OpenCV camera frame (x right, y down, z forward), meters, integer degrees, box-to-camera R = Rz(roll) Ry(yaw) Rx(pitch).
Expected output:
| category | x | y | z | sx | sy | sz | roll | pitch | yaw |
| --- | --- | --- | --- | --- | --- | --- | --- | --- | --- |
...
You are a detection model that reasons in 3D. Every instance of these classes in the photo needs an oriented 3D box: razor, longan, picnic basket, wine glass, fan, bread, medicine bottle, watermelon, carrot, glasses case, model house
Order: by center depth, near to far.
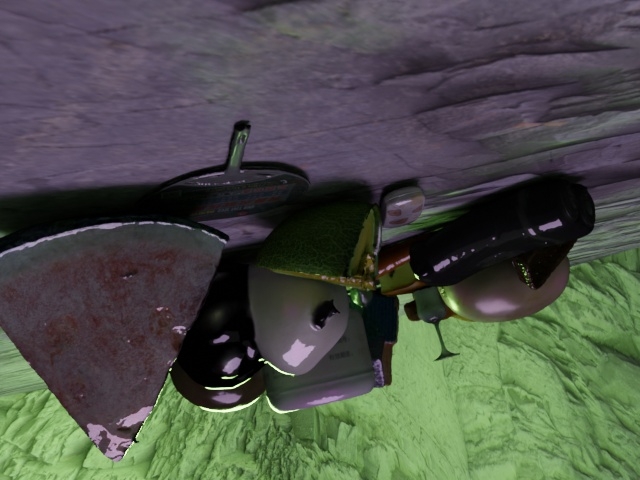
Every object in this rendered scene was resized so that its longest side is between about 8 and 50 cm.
| category | x | y | z | sx | sy | sz | roll | pitch | yaw |
| --- | --- | --- | --- | --- | --- | --- | --- | --- | --- |
| fan | -0.137 | -0.061 | 0.780 | 0.223 | 0.012 | 0.294 | -14 | 168 | 13 |
| watermelon | -0.295 | 0.090 | 0.787 | 0.250 | 0.293 | 0.283 | 25 | 156 | -17 |
| glasses case | 0.129 | -0.051 | 1.028 | 0.063 | 0.041 | 0.164 | -13 | 168 | -1 |
| razor | 0.347 | -0.013 | 1.258 | 0.349 | 0.113 | 0.204 | -26 | 160 | 34 |
| picnic basket | 0.480 | 0.007 | 1.367 | 0.055 | 0.193 | 0.110 | 25 | 157 | 46 |
| medicine bottle | -0.022 | 0.205 | 1.415 | 0.241 | 0.302 | 0.241 | -12 | 168 | -3 |
| carrot | 0.161 | 0.041 | 1.442 | 0.336 | 0.069 | 0.069 | -25 | 164 | 31 |
| longan | -0.237 | 0.281 | 1.622 | 0.297 | 0.297 | 0.297 | -13 | 168 | -3 |
| wine glass | 0.311 | 0.224 | 1.742 | 0.079 | 0.196 | 0.079 | -15 | 167 | -3 |
| bread | 0.338 | 0.096 | 1.842 | 0.361 | 0.077 | 0.138 | -3 | 163 | -41 |
| model house | 0.106 | 0.291 | 1.950 | 0.245 | 0.312 | 0.280 | 0 | 167 | 16 |

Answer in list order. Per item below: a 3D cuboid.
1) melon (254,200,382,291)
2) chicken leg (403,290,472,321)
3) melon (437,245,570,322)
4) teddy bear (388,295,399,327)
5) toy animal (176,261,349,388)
| category | x | y | z | sx | sy | sz | roll | pitch | yaw |
| --- | --- | --- | --- | --- | --- | --- | --- | --- | --- |
| melon | 0.000 | 0.000 | 0.976 | 0.169 | 0.129 | 0.265 | 7 | 175 | 12 |
| chicken leg | 0.384 | 0.190 | 2.080 | 0.409 | 0.182 | 0.295 | -16 | -166 | -43 |
| melon | 0.429 | 0.076 | 1.506 | 0.317 | 0.223 | 0.223 | -16 | 169 | -11 |
| teddy bear | 0.152 | 0.270 | 2.264 | 0.256 | 0.156 | 0.267 | -15 | 169 | 14 |
| toy animal | -0.102 | 0.132 | 1.172 | 0.310 | 0.251 | 0.251 | -24 | 166 | 14 |
